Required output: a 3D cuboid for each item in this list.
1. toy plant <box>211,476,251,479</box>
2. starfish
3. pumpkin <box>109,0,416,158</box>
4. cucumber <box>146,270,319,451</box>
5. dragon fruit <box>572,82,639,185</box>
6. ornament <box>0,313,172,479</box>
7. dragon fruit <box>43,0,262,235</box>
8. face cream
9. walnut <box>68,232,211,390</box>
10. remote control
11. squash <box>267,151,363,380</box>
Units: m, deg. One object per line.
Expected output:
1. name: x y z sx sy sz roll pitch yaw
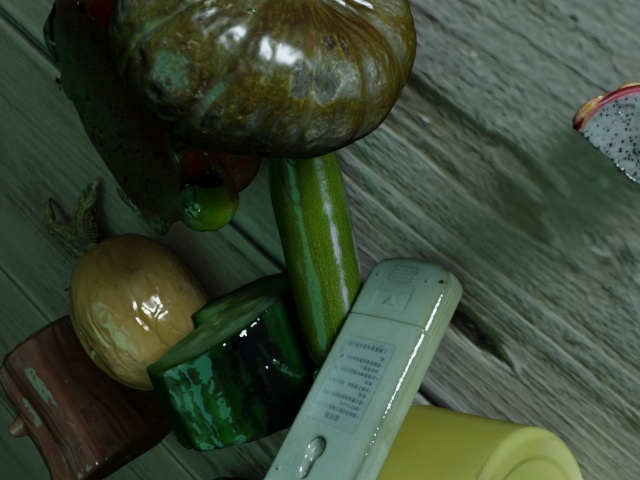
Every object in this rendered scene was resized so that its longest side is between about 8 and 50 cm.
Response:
1. toy plant: -0.119 0.401 1.089 0.143 0.105 0.200 53 154 18
2. starfish: -0.312 0.019 1.074 0.277 0.062 0.235 48 136 17
3. pumpkin: -0.030 -0.162 0.522 0.219 0.219 0.162 55 145 2
4. cucumber: -0.072 0.128 0.790 0.191 0.191 0.130 -17 103 50
5. dragon fruit: 0.202 -0.067 0.463 0.083 0.056 0.060 41 117 8
6. ornament: -0.342 0.232 1.141 0.235 0.221 0.217 -39 79 11
7. dragon fruit: -0.148 -0.134 0.708 0.295 0.130 0.268 53 147 13
8. face cream: 0.101 0.256 0.659 0.179 0.218 0.218 -1 115 46
9. walnut: -0.216 0.089 0.927 0.165 0.165 0.197 -26 93 51
10. remote control: 0.037 0.120 0.637 0.098 0.233 0.038 5 149 51
11. squash: -0.001 -0.001 0.701 0.080 0.071 0.318 26 129 58
